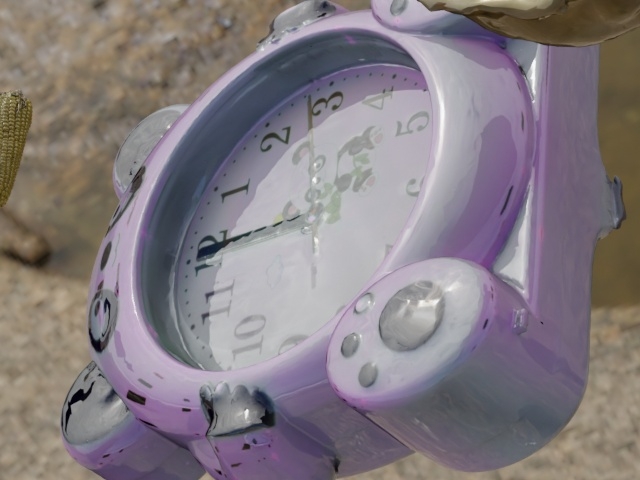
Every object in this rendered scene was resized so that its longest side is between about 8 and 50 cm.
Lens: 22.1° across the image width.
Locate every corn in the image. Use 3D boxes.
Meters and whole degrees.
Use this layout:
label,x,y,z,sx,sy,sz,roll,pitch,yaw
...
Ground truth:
label,x,y,z,sx,sy,sz,roll,pitch,yaw
corn,-0.194,-0.058,0.995,0.028,0.027,0.083,4,63,11

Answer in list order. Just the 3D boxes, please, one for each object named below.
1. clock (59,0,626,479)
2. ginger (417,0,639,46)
label,x,y,z,sx,sy,sz,roll,pitch,yaw
clock,0.000,0.000,0.687,0.248,0.090,0.227,-19,50,37
ginger,0.082,-0.169,0.411,0.126,0.190,0.354,-30,26,39
